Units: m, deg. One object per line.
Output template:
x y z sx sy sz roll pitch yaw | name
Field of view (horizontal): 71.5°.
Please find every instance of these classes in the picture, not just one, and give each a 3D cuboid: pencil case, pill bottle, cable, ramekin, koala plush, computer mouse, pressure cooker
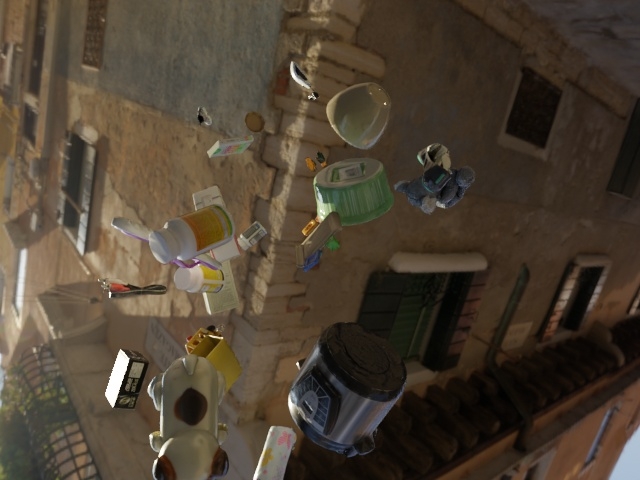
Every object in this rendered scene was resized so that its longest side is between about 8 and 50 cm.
-0.181 0.874 1.744 0.113 0.124 0.273 -12 -143 30 | pencil case
-0.402 -0.019 1.397 0.136 0.137 0.245 22 -148 30 | pill bottle
-0.794 0.201 1.908 0.287 0.072 0.139 4 -169 -33 | cable
0.119 -0.197 1.695 0.303 0.148 0.303 -12 -150 7 | ramekin
-0.524 0.168 1.941 0.119 0.119 0.208 22 -176 30 | pill bottle
0.386 -0.182 1.566 0.221 0.203 0.196 -26 -125 -30 | koala plush
-0.078 -0.700 1.968 0.193 0.042 0.106 49 179 -25 | computer mouse
-0.326 -0.020 2.100 0.078 0.137 0.078 47 173 8 | pill bottle
0.085 0.573 1.685 0.375 0.421 0.370 26 -155 -7 | pressure cooker

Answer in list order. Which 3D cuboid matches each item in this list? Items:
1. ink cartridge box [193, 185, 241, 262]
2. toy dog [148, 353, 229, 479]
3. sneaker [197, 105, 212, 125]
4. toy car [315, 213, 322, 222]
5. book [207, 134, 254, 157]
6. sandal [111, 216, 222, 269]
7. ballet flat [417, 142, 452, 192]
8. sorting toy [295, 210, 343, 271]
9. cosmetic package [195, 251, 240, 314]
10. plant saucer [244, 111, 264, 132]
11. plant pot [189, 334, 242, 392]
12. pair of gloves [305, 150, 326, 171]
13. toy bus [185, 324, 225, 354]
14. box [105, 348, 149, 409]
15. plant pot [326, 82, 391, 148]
-0.433 -0.071 1.857 0.117 0.207 0.283 -20 -145 -9 | ink cartridge box
-0.423 0.628 1.500 0.284 0.396 0.408 10 -139 -25 | toy dog
-0.481 -0.493 1.825 0.038 0.069 0.098 1 151 15 | sneaker
0.030 -0.106 1.978 0.122 0.060 0.041 -16 -115 -47 | toy car
-0.321 -0.340 1.592 0.144 0.035 0.096 -22 177 -41 | book
-0.561 0.037 1.620 0.416 0.102 0.169 28 173 -24 | sandal
0.268 -0.179 1.023 0.074 0.074 0.203 14 -146 1 | ballet flat
0.000 0.000 1.507 0.047 0.196 0.348 42 -167 -18 | sorting toy
-0.532 0.206 2.284 0.160 0.310 0.113 -13 -175 -24 | cosmetic package
-0.259 -0.460 1.737 0.083 0.084 0.015 7 173 -29 | plant saucer
-0.472 0.562 1.948 0.187 0.212 0.212 51 149 -19 | plant pot
-0.019 -0.339 1.920 0.083 0.074 0.010 -31 -157 -4 | pair of gloves
-0.549 0.469 2.129 0.190 0.105 0.202 -14 -139 -12 | toy bus
-0.721 0.515 1.659 0.077 0.180 0.147 21 171 -35 | box
0.195 -0.570 1.932 0.283 0.191 0.284 19 -127 -26 | plant pot
